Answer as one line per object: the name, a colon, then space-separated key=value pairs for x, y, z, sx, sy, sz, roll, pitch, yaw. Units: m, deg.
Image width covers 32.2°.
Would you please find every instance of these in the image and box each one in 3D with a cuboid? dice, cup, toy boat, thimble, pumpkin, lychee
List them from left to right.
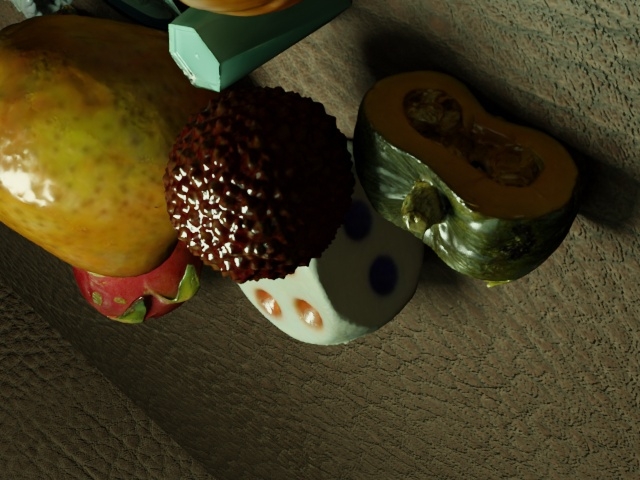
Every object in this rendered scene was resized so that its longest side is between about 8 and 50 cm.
thimble: x=-0.525 y=-0.489 z=2.040 sx=0.118 sy=0.127 sz=0.151 roll=45 pitch=157 yaw=11
toy boat: x=-0.283 y=-0.407 z=1.799 sx=0.210 sy=0.070 sz=0.292 roll=33 pitch=169 yaw=-39
cup: x=-0.092 y=-0.308 z=1.514 sx=0.134 sy=0.236 sz=0.148 roll=53 pitch=155 yaw=-4
lychee: x=-0.080 y=-0.078 z=1.491 sx=0.264 sy=0.264 sz=0.300 roll=60 pitch=-170 yaw=-19
dice: x=0.000 y=0.000 z=1.761 sx=0.259 sy=0.243 sz=0.251 roll=7 pitch=131 yaw=50
pumpkin: x=0.170 y=-0.077 z=1.429 sx=0.317 sy=0.222 sz=0.139 roll=39 pitch=152 yaw=22

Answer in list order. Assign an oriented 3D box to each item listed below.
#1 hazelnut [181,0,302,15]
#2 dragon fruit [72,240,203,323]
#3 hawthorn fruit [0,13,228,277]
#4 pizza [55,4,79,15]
hazelnut: x=-0.091 y=-0.432 z=1.305 sx=0.372 sy=0.315 sz=0.372 roll=8 pitch=146 yaw=6
dragon fruit: x=-0.370 y=0.002 z=2.251 sx=0.305 sy=0.305 sz=0.226 roll=46 pitch=157 yaw=7
hawthorn fruit: x=-0.387 y=-0.180 z=1.869 sx=0.472 sy=0.472 sz=0.471 roll=36 pitch=150 yaw=25
pizza: x=-0.503 y=-0.447 z=2.171 sx=0.078 sy=0.025 sz=0.083 roll=20 pitch=141 yaw=44
